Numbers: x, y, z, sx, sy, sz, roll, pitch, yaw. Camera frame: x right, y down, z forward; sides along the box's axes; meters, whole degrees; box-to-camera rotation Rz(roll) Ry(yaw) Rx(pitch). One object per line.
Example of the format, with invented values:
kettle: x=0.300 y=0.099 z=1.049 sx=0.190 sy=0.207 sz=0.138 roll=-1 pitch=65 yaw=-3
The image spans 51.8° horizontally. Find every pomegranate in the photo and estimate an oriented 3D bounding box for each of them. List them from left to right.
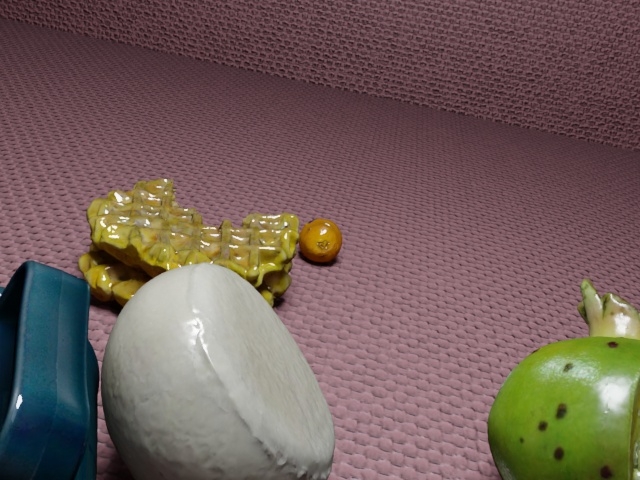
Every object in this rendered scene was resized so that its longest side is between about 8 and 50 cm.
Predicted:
pomegranate: x=0.322 y=0.201 z=0.743 sx=0.260 sy=0.260 sz=0.341 roll=14 pitch=54 yaw=5

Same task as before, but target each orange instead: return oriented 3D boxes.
orange: x=0.000 y=0.001 z=1.220 sx=0.083 sy=0.084 sz=0.083 roll=8 pitch=28 yaw=-4

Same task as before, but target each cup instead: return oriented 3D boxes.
cup: x=-0.277 y=0.202 z=0.533 sx=0.308 sy=0.242 sz=0.292 roll=-27 pitch=36 yaw=0

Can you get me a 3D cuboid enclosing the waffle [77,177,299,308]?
waffle: x=-0.203 y=0.018 z=1.040 sx=0.324 sy=0.151 sz=0.261 roll=14 pitch=32 yaw=13

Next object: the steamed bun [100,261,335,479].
steamed bun: x=-0.118 y=0.170 z=0.693 sx=0.177 sy=0.283 sz=0.283 roll=-33 pitch=31 yaw=7
